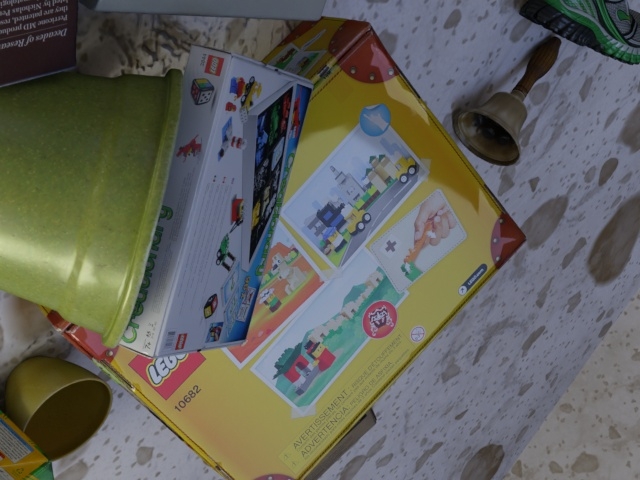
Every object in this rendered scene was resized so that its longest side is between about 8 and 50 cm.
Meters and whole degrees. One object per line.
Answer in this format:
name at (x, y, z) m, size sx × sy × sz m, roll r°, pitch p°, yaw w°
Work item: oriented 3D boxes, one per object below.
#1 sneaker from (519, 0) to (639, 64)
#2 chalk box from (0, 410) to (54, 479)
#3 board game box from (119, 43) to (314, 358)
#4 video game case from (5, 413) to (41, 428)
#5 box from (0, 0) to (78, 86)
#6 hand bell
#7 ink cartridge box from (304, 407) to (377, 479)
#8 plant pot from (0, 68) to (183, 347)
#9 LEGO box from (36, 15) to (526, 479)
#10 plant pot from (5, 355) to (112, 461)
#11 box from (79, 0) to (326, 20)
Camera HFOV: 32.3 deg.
sneaker at (0.472, -0.386, 1.829) m, size 0.343 × 0.134 × 0.146 m, roll 4°, pitch 119°, yaw -53°
chalk box at (-0.408, 0.330, 1.348) m, size 0.132 × 0.132 × 0.213 m, roll -35°, pitch 146°, yaw -36°
board game box at (-0.103, -0.036, 1.145) m, size 0.193 × 0.053 × 0.305 m, roll 3°, pitch 104°, yaw -67°
video game case at (-0.524, 0.361, 1.376) m, size 0.329 × 0.036 × 0.300 m, roll 0°, pitch 119°, yaw -59°
box at (-0.314, -0.250, 0.925) m, size 0.167 × 0.168 × 0.203 m, roll -24°, pitch 140°, yaw -38°
hand bell at (0.338, -0.252, 1.850) m, size 0.242 × 0.126 × 0.126 m, roll -52°, pitch 151°, yaw -22°
ink cartridge box at (-0.064, 0.257, 1.704) m, size 0.193 × 0.235 × 0.088 m, roll -44°, pitch 149°, yaw -14°
plant pot at (-0.286, -0.060, 1.039) m, size 0.254 × 0.276 × 0.276 m, roll 14°, pitch 117°, yaw -14°
LEGO box at (-0.044, 0.027, 1.389) m, size 0.500 × 0.193 × 0.372 m, roll -45°, pitch 117°, yaw -9°
plant pot at (-0.349, 0.202, 1.416) m, size 0.134 × 0.095 × 0.134 m, roll -33°, pitch 145°, yaw -27°
box at (-0.130, -0.309, 1.127) m, size 0.311 × 0.148 × 0.121 m, roll -12°, pitch 131°, yaw -48°
